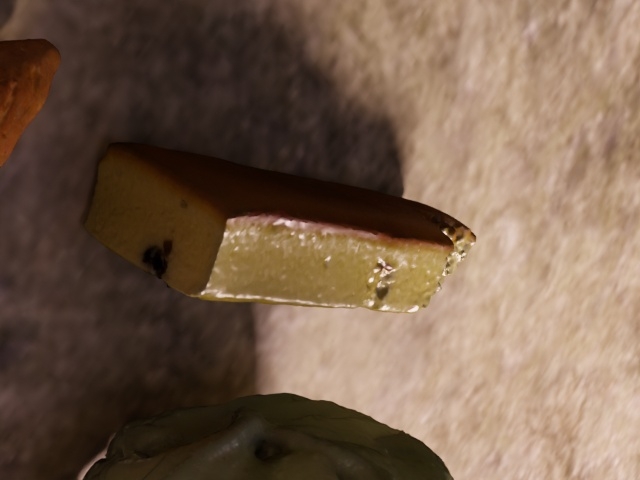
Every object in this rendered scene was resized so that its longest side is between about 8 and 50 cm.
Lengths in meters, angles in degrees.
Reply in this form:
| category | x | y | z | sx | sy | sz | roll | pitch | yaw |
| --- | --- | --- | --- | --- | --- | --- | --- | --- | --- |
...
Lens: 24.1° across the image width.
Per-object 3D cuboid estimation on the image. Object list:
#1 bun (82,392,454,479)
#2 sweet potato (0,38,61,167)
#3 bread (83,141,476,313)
| category | x | y | z | sx | sy | sz | roll | pitch | yaw |
| --- | --- | --- | --- | --- | --- | --- | --- | --- | --- |
| bun | -0.034 | 0.136 | 0.688 | 0.212 | 0.203 | 0.127 | -51 | 130 | -75 |
| sweet potato | -0.163 | -0.013 | 0.515 | 0.202 | 0.055 | 0.058 | -43 | 140 | -25 |
| bread | 0.000 | 0.000 | 0.692 | 0.226 | 0.088 | 0.049 | 8 | 104 | -50 |
